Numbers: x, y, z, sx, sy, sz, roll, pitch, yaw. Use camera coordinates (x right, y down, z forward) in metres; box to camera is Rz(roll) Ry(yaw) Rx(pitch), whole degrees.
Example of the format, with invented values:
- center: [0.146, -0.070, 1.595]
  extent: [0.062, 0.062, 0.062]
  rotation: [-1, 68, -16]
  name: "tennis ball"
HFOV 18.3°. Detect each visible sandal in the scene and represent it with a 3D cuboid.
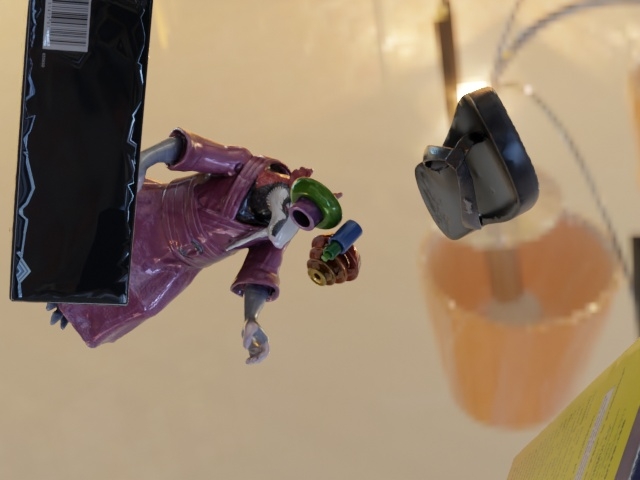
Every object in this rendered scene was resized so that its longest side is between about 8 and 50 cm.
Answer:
- center: [0.112, -0.045, 1.555]
  extent: [0.054, 0.254, 0.097]
  rotation: [-26, -100, -14]
  name: "sandal"

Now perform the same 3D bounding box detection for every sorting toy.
- center: [0.000, 0.000, 1.626]
  extent: [0.061, 0.102, 0.042]
  rotation: [5, -139, 46]
  name: "sorting toy"

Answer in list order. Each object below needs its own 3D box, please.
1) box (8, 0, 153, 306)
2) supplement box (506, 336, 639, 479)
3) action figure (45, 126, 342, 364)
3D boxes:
- center: [-0.198, -0.100, 1.613]
  extent: [0.103, 0.261, 0.184]
  rotation: [3, -161, -12]
  name: "box"
- center: [0.213, 0.203, 1.144]
  extent: [0.194, 0.356, 0.195]
  rotation: [23, -113, -1]
  name: "supplement box"
- center: [-0.129, -0.012, 2.169]
  extent: [0.370, 0.248, 0.276]
  rotation: [-15, -164, 27]
  name: "action figure"
